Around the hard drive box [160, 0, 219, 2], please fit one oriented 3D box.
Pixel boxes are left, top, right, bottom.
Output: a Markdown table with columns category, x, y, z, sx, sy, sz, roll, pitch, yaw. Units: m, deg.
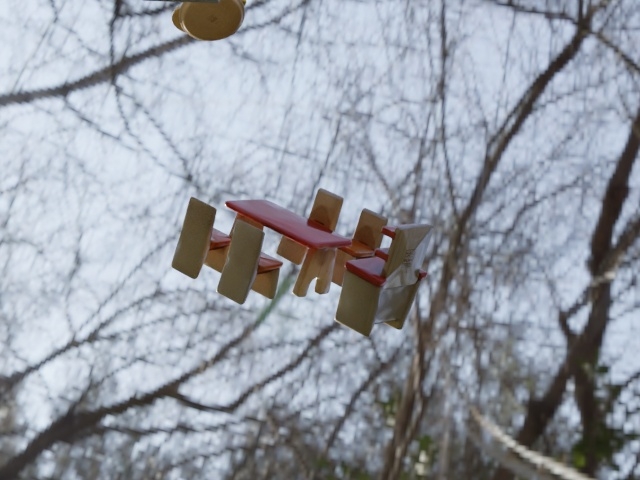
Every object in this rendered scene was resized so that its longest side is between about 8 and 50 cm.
| category | x | y | z | sx | sy | sz | roll | pitch | yaw |
| --- | --- | --- | --- | --- | --- | --- | --- | --- | --- |
| hard drive box | -0.144 | -0.397 | 1.470 | 0.089 | 0.232 | 0.181 | 1 | -25 | -4 |

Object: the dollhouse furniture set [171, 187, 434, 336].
| category | x | y | z | sx | sy | sz | roll | pitch | yaw |
| --- | --- | --- | --- | --- | --- | --- | --- | --- | --- |
| dollhouse furniture set | 0.000 | 0.000 | 1.669 | 0.259 | 0.262 | 0.135 | 26 | -71 | 33 |

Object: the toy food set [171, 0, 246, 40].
| category | x | y | z | sx | sy | sz | roll | pitch | yaw |
| --- | --- | --- | --- | --- | --- | --- | --- | --- | --- |
| toy food set | -0.131 | -0.272 | 1.677 | 0.082 | 0.020 | 0.083 | 21 | -51 | -30 |
